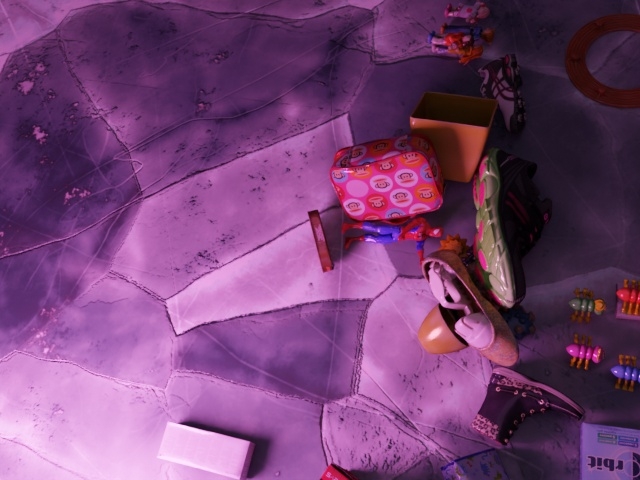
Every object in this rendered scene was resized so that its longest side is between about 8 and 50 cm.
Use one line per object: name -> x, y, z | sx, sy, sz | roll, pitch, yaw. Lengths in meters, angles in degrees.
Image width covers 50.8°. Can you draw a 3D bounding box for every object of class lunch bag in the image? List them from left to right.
lunch bag -> 0.193, -0.152, 1.867 | 0.293, 0.258, 0.120 | -9, 40, 23
lunch bag -> 0.383, 0.575, 1.608 | 0.151, 0.096, 0.128 | -9, 63, -24

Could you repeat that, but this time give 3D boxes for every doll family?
doll family -> 0.451, -0.637, 2.104 | 0.163, 0.118, 0.263 | 14, 53, 23

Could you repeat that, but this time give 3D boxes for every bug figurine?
bug figurine -> 0.723, 0.226, 1.667 | 0.216, 0.072, 0.279 | 4, 81, 18

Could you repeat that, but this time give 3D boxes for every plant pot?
plant pot -> 0.310, 0.243, 1.752 | 0.095, 0.134, 0.134 | -38, 63, 20
plant pot -> 0.370, -0.284, 1.892 | 0.212, 0.187, 0.212 | 10, 34, 16

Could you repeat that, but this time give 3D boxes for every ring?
ring -> 0.904, -0.543, 2.000 | 0.337, 0.032, 0.336 | -5, 66, 10

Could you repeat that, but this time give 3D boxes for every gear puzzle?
gear puzzle -> 0.425, 0.122, 1.791 | 0.175, 0.044, 0.339 | -26, 70, 3

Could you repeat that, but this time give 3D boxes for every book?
book -> 0.834, 0.159, 1.722 | 0.144, 0.035, 0.096 | 6, 66, 13

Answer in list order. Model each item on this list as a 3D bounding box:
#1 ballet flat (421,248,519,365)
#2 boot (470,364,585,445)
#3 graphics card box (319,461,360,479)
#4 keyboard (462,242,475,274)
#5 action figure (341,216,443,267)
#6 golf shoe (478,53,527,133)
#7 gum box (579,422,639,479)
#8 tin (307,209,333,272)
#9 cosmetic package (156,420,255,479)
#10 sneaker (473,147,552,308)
ballet flat -> 0.365, 0.174, 1.707 | 0.123, 0.123, 0.348 | -28, 66, -1
boot -> 0.501, 0.430, 1.649 | 0.236, 0.085, 0.178 | 24, 76, 26
graphics card box -> -0.030, 0.704, 1.562 | 0.094, 0.233, 0.371 | 33, 77, 21
keyboard -> 0.456, 0.046, 1.851 | 0.180, 0.023, 0.108 | -42, 66, -6
action figure -> 0.201, 0.004, 1.869 | 0.280, 0.091, 0.139 | -5, 39, 10
golf shoe -> 0.542, -0.422, 2.000 | 0.120, 0.105, 0.272 | -12, 59, 24
gum box -> 0.696, 0.534, 1.587 | 0.157, 0.041, 0.184 | 5, 70, 13
tin -> 0.000, 0.000, 1.918 | 0.040, 0.106, 0.189 | -16, 66, 4
cosmetic package -> -0.300, 0.554, 1.774 | 0.239, 0.060, 0.098 | 10, 68, 16
sneaker -> 0.512, -0.049, 1.768 | 0.202, 0.185, 0.482 | 7, 59, 2
